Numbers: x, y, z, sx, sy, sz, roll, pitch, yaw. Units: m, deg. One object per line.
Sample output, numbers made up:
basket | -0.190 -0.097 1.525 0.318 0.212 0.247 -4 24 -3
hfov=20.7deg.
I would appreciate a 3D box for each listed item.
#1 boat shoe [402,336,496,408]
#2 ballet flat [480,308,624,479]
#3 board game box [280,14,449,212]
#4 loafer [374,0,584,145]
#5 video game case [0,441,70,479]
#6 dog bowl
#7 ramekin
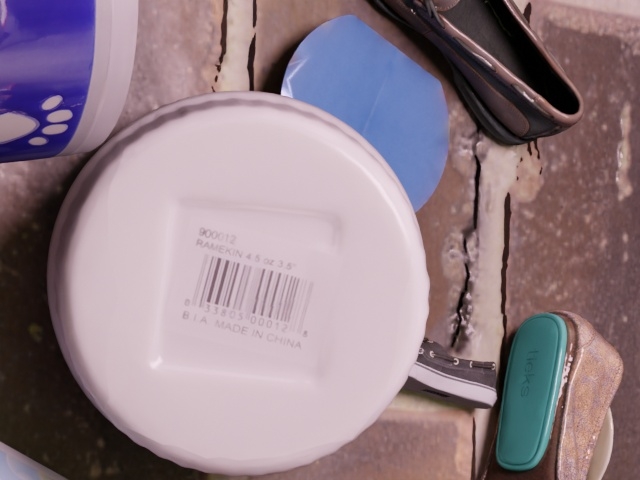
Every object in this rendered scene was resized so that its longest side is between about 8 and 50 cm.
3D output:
boat shoe | 0.085 0.100 1.403 0.142 0.049 0.040 21 72 -34
ballet flat | 0.181 0.214 1.422 0.106 0.107 0.316 29 75 -36
board game box | 0.029 -0.094 1.386 0.168 0.033 0.133 34 67 -30
loafer | 0.120 -0.191 1.410 0.267 0.084 0.096 49 67 -19
video game case | -0.197 0.236 1.176 0.285 0.025 0.204 34 33 -24
dog bowl | -0.214 -0.180 1.114 0.104 0.265 0.265 -10 93 -27
ramekin | -0.055 0.032 1.214 0.277 0.135 0.277 0 93 -5
